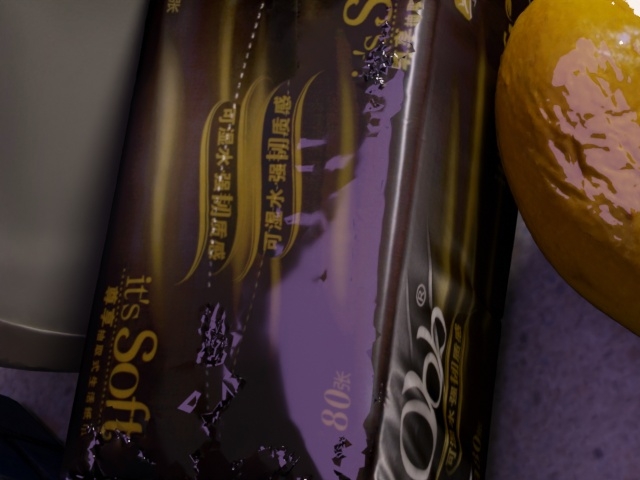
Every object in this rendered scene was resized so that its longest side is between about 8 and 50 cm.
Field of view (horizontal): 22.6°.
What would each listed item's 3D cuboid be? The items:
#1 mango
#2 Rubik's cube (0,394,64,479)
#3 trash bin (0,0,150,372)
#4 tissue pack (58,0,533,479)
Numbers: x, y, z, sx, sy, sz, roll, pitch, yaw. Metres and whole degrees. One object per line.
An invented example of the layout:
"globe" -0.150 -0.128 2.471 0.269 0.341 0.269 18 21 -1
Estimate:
"mango" 0.203 -0.034 0.896 0.176 0.119 0.316 -33 69 3
"Rubik's cube" -0.302 0.277 0.978 0.337 0.344 0.343 37 96 38
"trash bin" -0.193 -0.057 1.044 0.220 0.219 0.250 17 107 51
"tissue pack" 0.000 0.000 0.968 0.210 0.198 0.369 1 74 25
